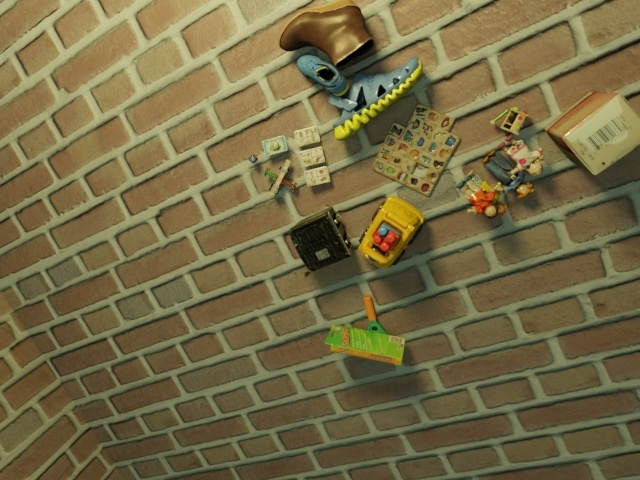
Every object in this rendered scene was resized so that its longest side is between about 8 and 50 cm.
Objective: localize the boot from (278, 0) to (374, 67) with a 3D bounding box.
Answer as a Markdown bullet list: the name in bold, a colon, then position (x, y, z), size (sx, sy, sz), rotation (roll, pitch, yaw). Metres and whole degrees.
- **boot**: position (0.008, -0.552, 1.238), size (0.249, 0.090, 0.206), rotation (-25, 62, 15)

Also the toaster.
- **toaster**: position (0.000, 0.000, 1.475), size (0.186, 0.110, 0.167), rotation (-24, 101, 21)

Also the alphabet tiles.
- **alphabet tiles**: position (0.292, -0.279, 1.352), size (0.199, 0.009, 0.237), rotation (27, 113, 5)

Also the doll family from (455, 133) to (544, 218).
- **doll family**: position (0.517, -0.167, 1.290), size (0.263, 0.118, 0.163), rotation (-44, 87, 6)

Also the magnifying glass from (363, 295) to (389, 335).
- **magnifying glass**: position (0.189, 0.300, 1.577), size (0.092, 0.026, 0.230), rotation (-10, 105, 19)

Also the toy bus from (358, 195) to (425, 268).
- **toy bus**: position (0.197, 0.000, 1.362), size (0.150, 0.211, 0.220), rotation (33, 116, 7)

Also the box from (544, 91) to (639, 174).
- **box**: position (0.682, -0.274, 1.124), size (0.149, 0.232, 0.127), rotation (-42, 94, 24)

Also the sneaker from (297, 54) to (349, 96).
- **sneaker**: position (-0.004, -0.489, 1.280), size (0.069, 0.082, 0.209), rotation (-50, 59, 8)

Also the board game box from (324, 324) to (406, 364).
- **board game box**: position (0.152, 0.350, 1.526), size (0.260, 0.124, 0.039), rotation (11, 113, 12)

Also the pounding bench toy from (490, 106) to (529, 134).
- **pounding bench toy**: position (0.522, -0.340, 1.243), size (0.084, 0.052, 0.065), rotation (24, 113, 6)

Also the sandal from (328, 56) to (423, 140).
- **sandal**: position (0.142, -0.423, 1.284), size (0.318, 0.126, 0.138), rotation (-32, 94, 21)

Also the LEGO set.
- **LEGO set**: position (-0.103, -0.252, 1.461), size (0.245, 0.060, 0.182), rotation (-13, 100, 11)
